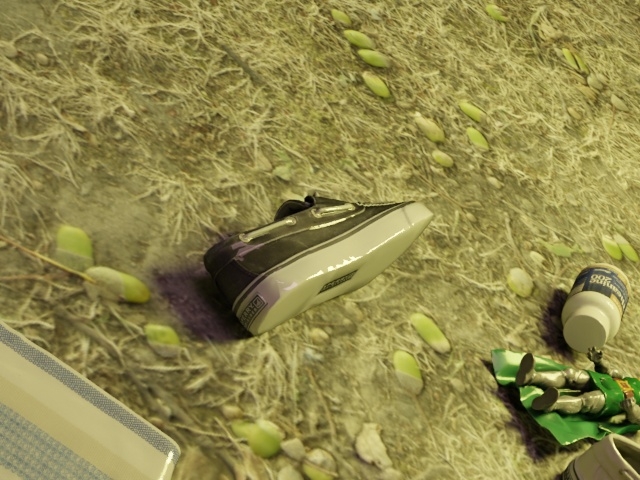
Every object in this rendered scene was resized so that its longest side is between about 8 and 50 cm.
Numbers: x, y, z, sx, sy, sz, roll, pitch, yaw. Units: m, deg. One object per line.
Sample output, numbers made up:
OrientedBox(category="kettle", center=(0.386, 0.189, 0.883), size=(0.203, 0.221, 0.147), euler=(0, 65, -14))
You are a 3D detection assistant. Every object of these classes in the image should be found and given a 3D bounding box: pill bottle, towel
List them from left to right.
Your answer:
OrientedBox(category="towel", center=(-0.225, 0.188, 1.101), size=(0.209, 0.034, 0.285), euler=(35, 34, -9))
OrientedBox(category="pill bottle", center=(0.313, 0.079, 1.738), size=(0.067, 0.067, 0.120), euler=(38, 32, 0))

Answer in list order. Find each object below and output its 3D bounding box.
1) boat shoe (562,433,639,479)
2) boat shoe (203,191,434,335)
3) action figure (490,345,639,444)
OrientedBox(category="boat shoe", center=(0.370, 0.274, 1.533), size=(0.258, 0.084, 0.095), euler=(25, 34, -20))
OrientedBox(category="boat shoe", center=(0.000, 0.000, 1.501), size=(0.102, 0.108, 0.301), euler=(49, 41, 14))
OrientedBox(category="action figure", center=(0.300, 0.164, 1.630), size=(0.232, 0.063, 0.137), euler=(10, 39, -43))
